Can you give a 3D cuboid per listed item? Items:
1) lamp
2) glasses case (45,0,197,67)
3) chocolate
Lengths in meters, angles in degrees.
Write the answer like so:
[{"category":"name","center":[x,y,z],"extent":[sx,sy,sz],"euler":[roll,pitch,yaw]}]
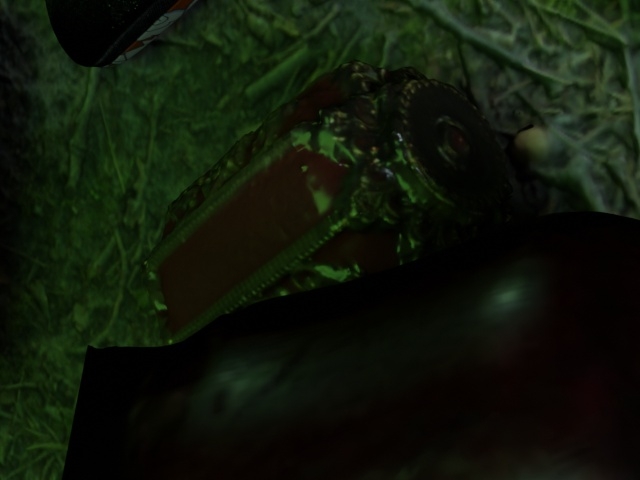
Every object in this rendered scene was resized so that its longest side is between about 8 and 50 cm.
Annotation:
[{"category":"lamp","center":[0.000,0.000,1.031],"extent":[0.274,0.177,0.177],"euler":[-38,71,42]},{"category":"glasses case","center":[-0.122,-0.225,1.178],"extent":[0.267,0.067,0.103],"euler":[-34,73,42]},{"category":"chocolate","center":[0.100,0.141,0.823],"extent":[0.331,0.383,0.383],"euler":[-35,71,17]}]
